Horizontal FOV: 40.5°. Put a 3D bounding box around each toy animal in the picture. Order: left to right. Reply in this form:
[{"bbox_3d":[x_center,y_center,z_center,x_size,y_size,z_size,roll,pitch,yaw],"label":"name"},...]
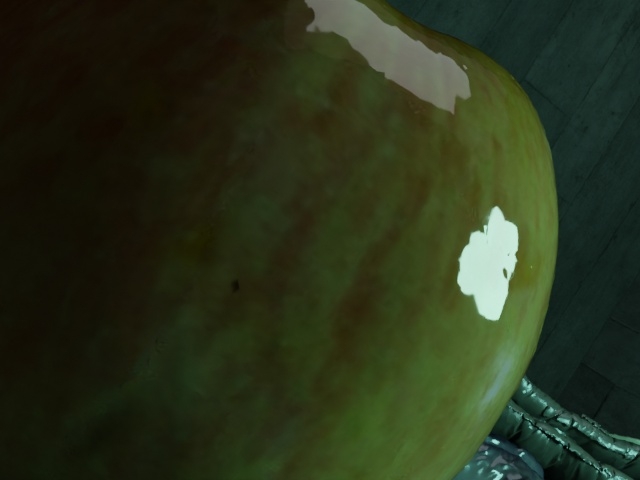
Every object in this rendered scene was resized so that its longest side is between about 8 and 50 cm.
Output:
[{"bbox_3d":[0.180,0.267,0.854,0.298,0.122,0.185,39,4,-19],"label":"toy animal"}]

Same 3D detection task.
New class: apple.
[{"bbox_3d":[-0.060,-0.005,0.517,0.391,0.346,0.391,33,7,-5],"label":"apple"}]

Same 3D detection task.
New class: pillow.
[{"bbox_3d":[0.252,0.262,1.004,0.326,0.101,0.228,35,-40,0],"label":"pillow"}]

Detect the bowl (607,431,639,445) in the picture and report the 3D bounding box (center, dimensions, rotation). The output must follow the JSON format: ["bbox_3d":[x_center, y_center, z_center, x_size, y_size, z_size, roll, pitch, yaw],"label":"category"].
[{"bbox_3d":[0.386,0.332,1.176,0.237,0.126,0.238,10,-15,3],"label":"bowl"}]
